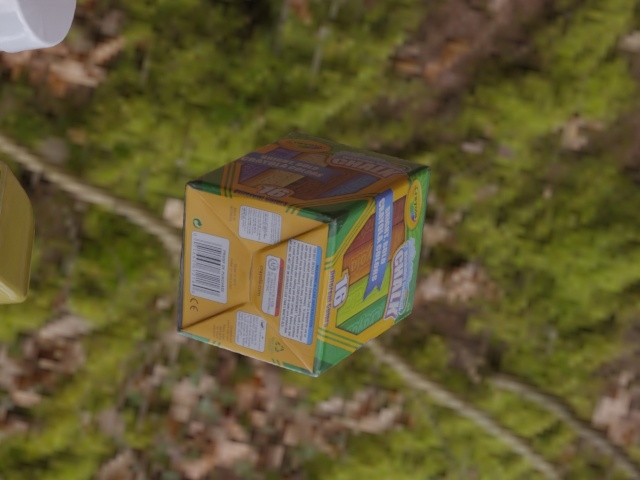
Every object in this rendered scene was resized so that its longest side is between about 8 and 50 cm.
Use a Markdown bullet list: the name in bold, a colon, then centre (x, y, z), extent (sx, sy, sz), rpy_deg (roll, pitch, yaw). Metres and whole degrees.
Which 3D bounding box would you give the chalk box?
- **chalk box**: centre (0.000, 0.000, 2.054), extent (0.179, 0.180, 0.289), rpy_deg (16, -156, 26)

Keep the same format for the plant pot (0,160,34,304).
- **plant pot**: centre (-0.226, 0.006, 1.245), extent (0.081, 0.081, 0.083), rpy_deg (-5, 155, 17)

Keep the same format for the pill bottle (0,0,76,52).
- **pill bottle**: centre (-0.314, -0.179, 1.325), extent (0.272, 0.152, 0.152), rpy_deg (-4, 174, 17)
